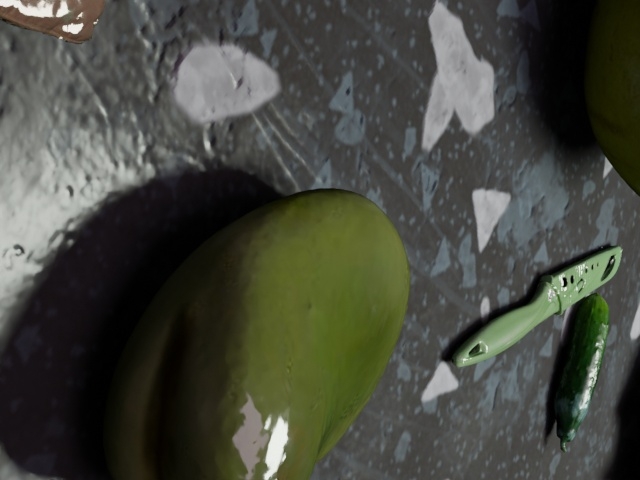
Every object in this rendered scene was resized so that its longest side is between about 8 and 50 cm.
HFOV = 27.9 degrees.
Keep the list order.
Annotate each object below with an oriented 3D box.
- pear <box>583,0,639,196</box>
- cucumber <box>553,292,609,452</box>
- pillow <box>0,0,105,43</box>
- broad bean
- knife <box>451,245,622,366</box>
[{"bbox_3d":[0.356,-0.170,1.128,0.253,0.253,0.307,41,59,-47],"label":"pear"},{"bbox_3d":[0.245,0.123,1.211,0.037,0.037,0.155,24,78,-50],"label":"cucumber"},{"bbox_3d":[-0.151,-0.230,0.643,0.135,0.049,0.248,9,86,-52],"label":"pillow"},{"bbox_3d":[-0.032,0.068,0.808,0.263,0.121,0.189,-46,135,-49],"label":"broad bean"},{"bbox_3d":[0.201,0.054,1.157,0.293,0.020,0.043,-22,113,-47],"label":"knife"}]
